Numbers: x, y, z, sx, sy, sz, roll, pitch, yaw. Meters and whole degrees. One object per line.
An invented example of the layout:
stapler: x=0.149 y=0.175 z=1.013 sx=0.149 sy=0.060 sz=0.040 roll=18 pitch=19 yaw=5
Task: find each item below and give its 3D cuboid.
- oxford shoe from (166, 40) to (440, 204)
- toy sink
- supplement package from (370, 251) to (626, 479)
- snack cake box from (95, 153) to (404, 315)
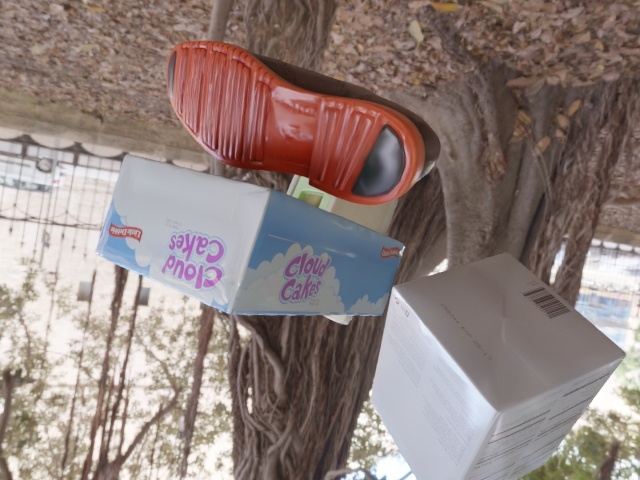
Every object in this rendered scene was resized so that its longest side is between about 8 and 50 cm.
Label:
oxford shoe: x=-0.025 y=-0.109 z=0.410 sx=0.271 sy=0.097 sz=0.098 roll=29 pitch=-149 yaw=22
toy sink: x=0.000 y=0.000 z=0.783 sx=0.131 sy=0.234 sz=0.153 roll=25 pitch=176 yaw=-35
supplement package: x=0.213 y=0.194 z=0.633 sx=0.198 sy=0.263 sz=0.199 roll=-14 pitch=-139 yaw=-21
snack cake box: x=-0.042 y=0.007 z=0.436 sx=0.152 sy=0.089 sz=0.264 roll=18 pitch=-179 yaw=31
